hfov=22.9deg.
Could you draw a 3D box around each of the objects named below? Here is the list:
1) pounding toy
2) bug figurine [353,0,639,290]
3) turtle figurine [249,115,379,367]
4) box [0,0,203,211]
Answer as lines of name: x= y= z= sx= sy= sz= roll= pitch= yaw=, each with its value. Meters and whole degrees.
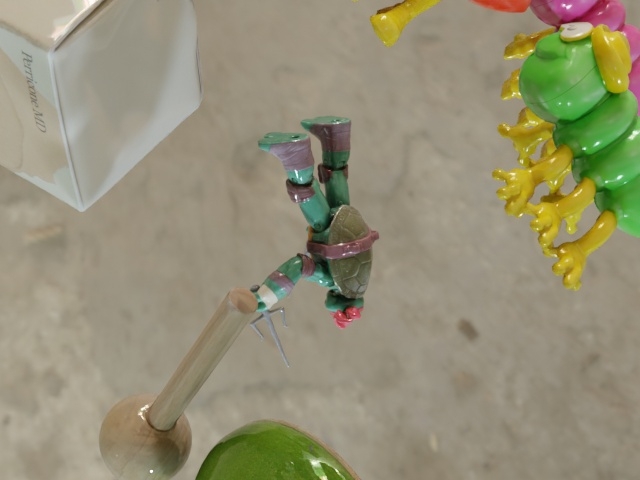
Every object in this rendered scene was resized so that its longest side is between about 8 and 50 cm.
pounding toy: x=-0.053 y=0.171 z=0.805 sx=0.110 sy=0.183 sz=0.237 roll=-21 pitch=73 yaw=-33
bug figurine: x=0.076 y=-0.109 z=0.620 sx=0.072 sy=0.279 sz=0.216 roll=-28 pitch=107 yaw=17
turtle figurine: x=0.000 y=0.000 z=1.593 sx=0.118 sy=0.175 sz=0.234 roll=-1 pitch=106 yaw=18
box: x=-0.231 y=-0.163 z=0.977 sx=0.311 sy=0.148 sz=0.121 roll=28 pitch=57 yaw=24
